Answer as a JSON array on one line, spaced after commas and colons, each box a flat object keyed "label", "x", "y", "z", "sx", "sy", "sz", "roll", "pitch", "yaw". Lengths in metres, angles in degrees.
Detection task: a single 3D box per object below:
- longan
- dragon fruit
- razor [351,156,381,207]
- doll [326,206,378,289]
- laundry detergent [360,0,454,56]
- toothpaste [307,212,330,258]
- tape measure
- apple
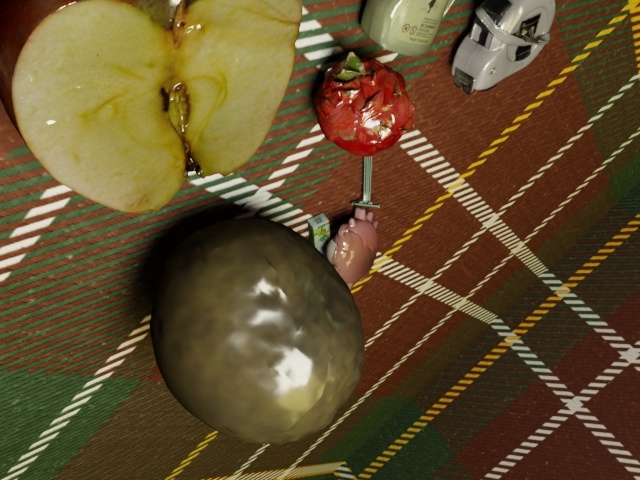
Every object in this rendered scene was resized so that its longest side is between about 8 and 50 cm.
[{"label": "longan", "x": -0.124, "y": 0.172, "z": 1.170, "sx": 0.404, "sy": 0.436, "sz": 0.404, "roll": -37, "pitch": -177, "yaw": 2}, {"label": "dragon fruit", "x": 0.079, "y": -0.239, "z": 1.084, "sx": 0.209, "sy": 0.172, "sz": 0.172, "roll": 26, "pitch": 111, "yaw": -41}, {"label": "razor", "x": 0.105, "y": -0.149, "z": 1.350, "sx": 0.068, "sy": 0.037, "sz": 0.191, "roll": 5, "pitch": 139, "yaw": 7}, {"label": "doll", "x": 0.083, "y": 0.030, "z": 1.458, "sx": 0.211, "sy": 0.093, "sz": 0.262, "roll": -63, "pitch": 155, "yaw": -10}, {"label": "laundry detergent", "x": 0.182, "y": -0.442, "z": 1.009, "sx": 0.181, "sy": 0.091, "sz": 0.253, "roll": -4, "pitch": 133, "yaw": -45}, {"label": "toothpaste", "x": 0.000, "y": 0.000, "z": 1.428, "sx": 0.046, "sy": 0.034, "sz": 0.164, "roll": -26, "pitch": 146, "yaw": -15}, {"label": "tape measure", "x": 0.382, "y": -0.428, "z": 1.214, "sx": 0.236, "sy": 0.120, "sz": 0.197, "roll": -30, "pitch": 145, "yaw": -23}, {"label": "apple", "x": -0.198, "y": -0.196, "z": 0.747, "sx": 0.328, "sy": 0.295, "sz": 0.365, "roll": 8, "pitch": 147, "yaw": 0}]
